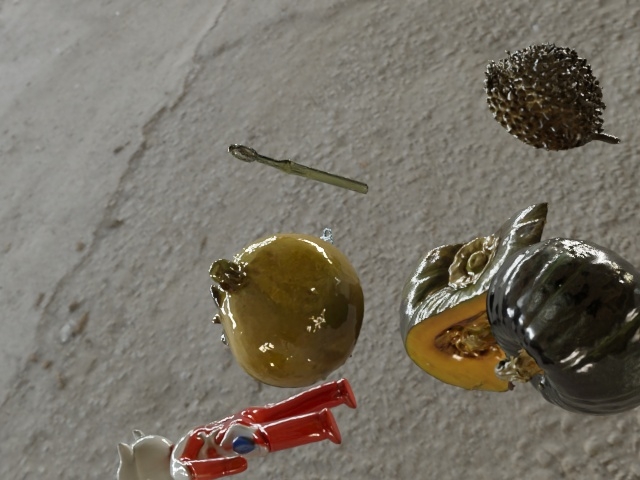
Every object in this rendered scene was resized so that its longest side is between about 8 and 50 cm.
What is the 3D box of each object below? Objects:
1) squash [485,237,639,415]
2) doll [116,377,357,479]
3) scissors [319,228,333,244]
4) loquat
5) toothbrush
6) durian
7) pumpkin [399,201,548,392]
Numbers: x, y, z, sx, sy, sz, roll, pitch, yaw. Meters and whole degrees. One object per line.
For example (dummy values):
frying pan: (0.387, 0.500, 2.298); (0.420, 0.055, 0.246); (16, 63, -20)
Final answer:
squash: (0.245, 0.084, 0.723); (0.193, 0.193, 0.156); (16, 50, 44)
doll: (-0.139, 0.298, 1.109); (0.384, 0.099, 0.188); (-18, 5, 17)
scissors: (0.000, 0.000, 1.385); (0.006, 0.036, 0.083); (-8, -4, -31)
loquat: (-0.041, 0.072, 0.832); (0.149, 0.205, 0.172); (4, 70, 53)
toothbrush: (-0.030, -0.120, 1.296); (0.028, 0.294, 0.026); (2, 80, 52)
durian: (0.292, -0.181, 0.921); (0.188, 0.091, 0.148); (40, 51, 8)
pumpkin: (0.231, 0.089, 0.978); (0.281, 0.190, 0.139); (-29, 31, 50)
